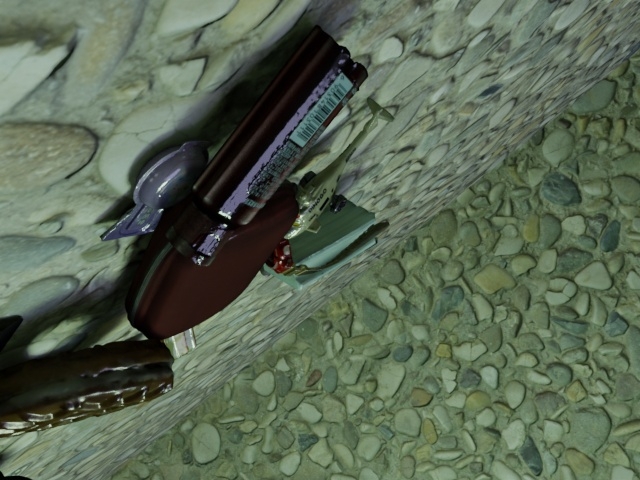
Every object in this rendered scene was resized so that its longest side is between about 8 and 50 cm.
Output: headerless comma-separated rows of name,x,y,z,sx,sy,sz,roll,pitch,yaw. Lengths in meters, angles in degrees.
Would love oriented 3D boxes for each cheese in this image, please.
cheese,-0.207,-0.064,0.754,0.191,0.042,0.105,-43,166,30

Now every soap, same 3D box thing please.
soap,0.000,0.000,1.300,0.262,0.150,0.094,-29,132,-32

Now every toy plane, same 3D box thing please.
toy plane,0.019,-0.118,1.030,0.286,0.092,0.108,-49,166,2

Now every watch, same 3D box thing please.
watch,-0.001,-0.030,1.163,0.268,0.164,0.102,-32,-179,-28

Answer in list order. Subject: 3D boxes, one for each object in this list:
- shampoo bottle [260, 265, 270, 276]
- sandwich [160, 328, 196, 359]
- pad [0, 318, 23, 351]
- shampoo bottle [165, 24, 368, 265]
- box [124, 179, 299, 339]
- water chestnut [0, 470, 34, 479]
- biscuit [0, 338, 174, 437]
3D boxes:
shampoo bottle,-0.099,0.033,1.425,0.080,0.040,0.165,-26,164,-48
sandwich,-0.346,0.170,1.284,0.079,0.113,0.163,-30,131,-31
pad,-0.567,0.223,0.759,0.250,0.055,0.323,-44,166,26
shampoo bottle,-0.074,-0.112,0.740,0.323,0.084,0.129,-50,168,10
box,-0.193,0.033,0.994,0.263,0.108,0.404,-27,164,-41
water chestnut,-0.782,0.660,1.333,0.289,0.244,0.289,-28,164,-9
biscuit,-0.412,0.252,0.991,0.332,0.103,0.332,-15,167,-4
